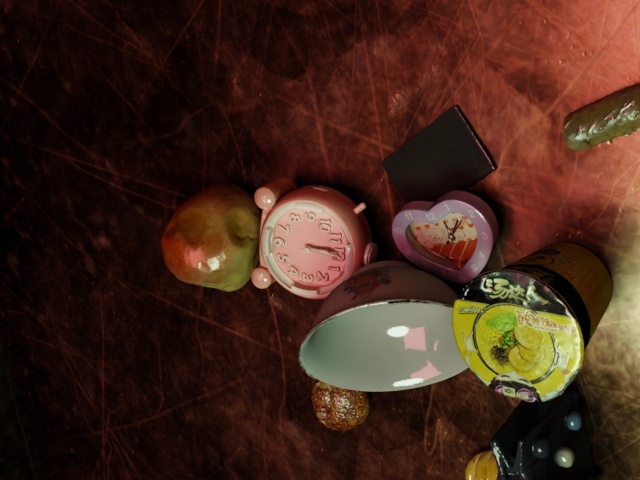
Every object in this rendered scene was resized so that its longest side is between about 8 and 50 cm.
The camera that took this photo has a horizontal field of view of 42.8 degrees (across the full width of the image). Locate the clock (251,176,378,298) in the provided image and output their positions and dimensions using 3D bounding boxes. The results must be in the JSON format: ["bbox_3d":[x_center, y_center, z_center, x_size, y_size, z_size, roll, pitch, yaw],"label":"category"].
[{"bbox_3d":[0.000,0.000,1.613,0.241,0.142,0.227,12,112,23],"label":"clock"}]

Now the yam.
[{"bbox_3d":[0.495,-0.209,1.163,0.317,0.067,0.071,-21,108,43],"label":"yam"}]

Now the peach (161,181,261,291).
[{"bbox_3d":[-0.219,-0.010,1.747,0.214,0.214,0.236,17,82,33],"label":"peach"}]

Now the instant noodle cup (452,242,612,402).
[{"bbox_3d":[0.354,0.110,1.293,0.215,0.236,0.216,16,118,34],"label":"instant noodle cup"}]

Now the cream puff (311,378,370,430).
[{"bbox_3d":[0.034,0.343,1.753,0.149,0.084,0.149,14,114,34],"label":"cream puff"}]

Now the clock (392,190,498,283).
[{"bbox_3d":[0.235,-0.006,1.456,0.198,0.064,0.172,-14,115,43],"label":"clock"}]

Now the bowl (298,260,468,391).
[{"bbox_3d":[0.127,0.139,1.505,0.345,0.345,0.157,-42,39,41],"label":"bowl"}]

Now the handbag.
[{"bbox_3d":[0.392,0.442,1.378,0.118,0.269,0.326,-9,102,39],"label":"handbag"}]

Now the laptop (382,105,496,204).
[{"bbox_3d":[0.208,-0.136,1.462,0.197,0.016,0.135,-35,84,40],"label":"laptop"}]

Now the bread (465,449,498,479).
[{"bbox_3d":[0.350,0.455,1.545,0.177,0.084,0.119,-32,86,46],"label":"bread"}]
